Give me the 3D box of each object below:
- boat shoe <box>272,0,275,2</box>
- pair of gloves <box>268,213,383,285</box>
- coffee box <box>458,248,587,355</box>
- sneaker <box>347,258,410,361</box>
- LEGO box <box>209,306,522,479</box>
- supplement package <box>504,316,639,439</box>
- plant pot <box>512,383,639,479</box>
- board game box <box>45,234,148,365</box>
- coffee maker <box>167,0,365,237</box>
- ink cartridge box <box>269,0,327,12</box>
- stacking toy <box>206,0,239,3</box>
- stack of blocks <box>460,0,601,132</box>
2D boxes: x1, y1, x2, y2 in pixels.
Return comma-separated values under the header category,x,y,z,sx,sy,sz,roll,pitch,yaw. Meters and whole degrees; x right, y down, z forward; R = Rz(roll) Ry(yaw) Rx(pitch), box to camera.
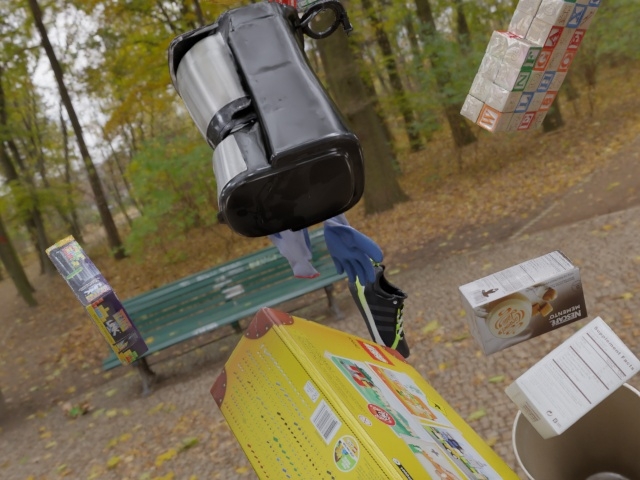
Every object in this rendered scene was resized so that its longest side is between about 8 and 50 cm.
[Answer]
category,x,y,z,sx,sy,sz,roll,pitch,yaw
boat shoe,-0.132,-0.484,1.552,0.255,0.079,0.095,-59,16,9
pair of gloves,0.000,0.000,0.961,0.198,0.159,0.023,2,39,36
coffee box,0.456,0.139,1.457,0.246,0.141,0.098,-20,27,0
sneaker,0.144,0.150,1.352,0.097,0.235,0.084,-25,10,23
LEGO box,0.097,0.353,1.041,0.372,0.193,0.500,25,12,-39
supplement package,0.412,0.227,1.060,0.179,0.105,0.105,-34,-21,-8
plant pot,0.532,0.442,1.244,0.256,0.274,0.256,-20,37,16
board game box,-0.339,0.094,0.987,0.048,0.170,0.141,-36,56,-21
coffee maker,-0.029,-0.112,0.546,0.171,0.178,0.120,-34,-31,13
ink cartridge box,-0.046,-0.488,1.292,0.115,0.063,0.029,-3,13,-5
stacking toy,-0.054,-0.441,0.697,0.308,0.280,0.130,-23,45,-13
stack of blocks,0.403,-0.360,1.228,0.171,0.297,0.087,-12,42,-40
